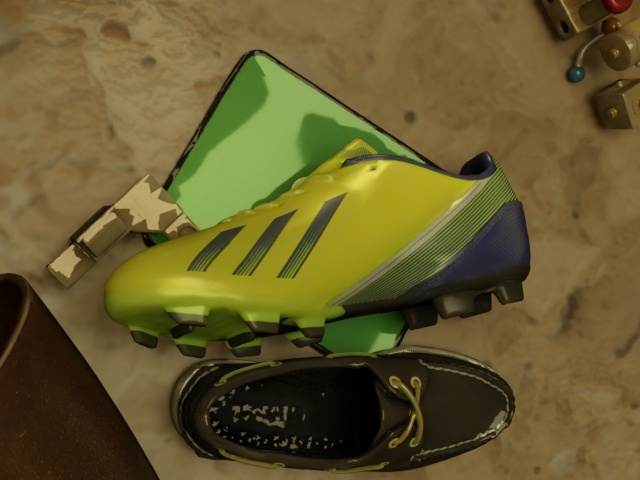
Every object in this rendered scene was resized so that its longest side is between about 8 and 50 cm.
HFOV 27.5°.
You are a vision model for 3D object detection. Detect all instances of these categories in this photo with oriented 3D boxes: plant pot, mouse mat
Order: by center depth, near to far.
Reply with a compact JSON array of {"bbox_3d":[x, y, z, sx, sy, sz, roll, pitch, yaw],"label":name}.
[{"bbox_3d":[-0.160,0.173,0.704,0.215,0.215,0.230,-47,113,-16],"label":"plant pot"},{"bbox_3d":[-0.005,-0.017,0.858,0.189,0.007,0.153,32,77,-11],"label":"mouse mat"}]

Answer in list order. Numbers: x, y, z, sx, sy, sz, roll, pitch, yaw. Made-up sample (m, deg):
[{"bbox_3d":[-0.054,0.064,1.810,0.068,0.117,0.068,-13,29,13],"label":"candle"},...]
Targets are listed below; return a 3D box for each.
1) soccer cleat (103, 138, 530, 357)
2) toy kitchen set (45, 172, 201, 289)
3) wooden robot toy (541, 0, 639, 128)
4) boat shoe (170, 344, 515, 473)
[{"bbox_3d":[0.000,0.000,0.797,0.289,0.093,0.121,-6,79,-29],"label":"soccer cleat"},{"bbox_3d":[-0.110,0.013,0.786,0.083,0.068,0.075,-44,99,-9],"label":"toy kitchen set"},{"bbox_3d":[0.203,-0.169,0.906,0.079,0.076,0.173,-30,94,-28],"label":"wooden robot toy"},{"bbox_3d":[0.024,0.110,0.819,0.227,0.068,0.081,0,91,-17],"label":"boat shoe"}]
